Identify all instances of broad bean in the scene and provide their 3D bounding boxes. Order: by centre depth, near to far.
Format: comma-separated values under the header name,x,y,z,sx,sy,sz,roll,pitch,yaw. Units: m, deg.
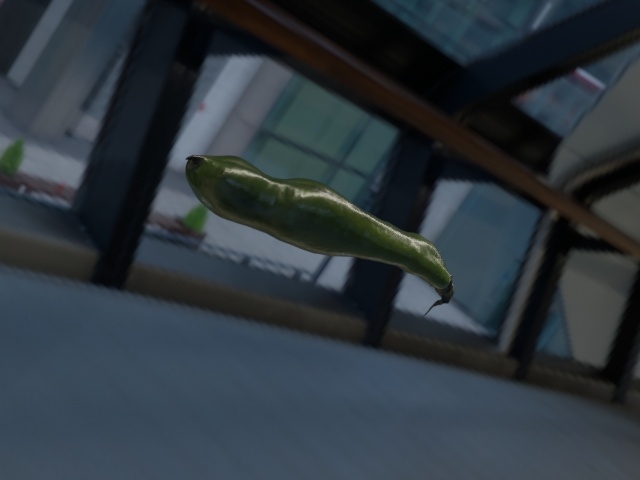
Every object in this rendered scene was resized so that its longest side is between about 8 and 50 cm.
name,x,y,z,sx,sy,sz,roll,pitch,yaw
broad bean,0.007,-0.006,1.248,0.318,0.098,0.056,30,43,-22
